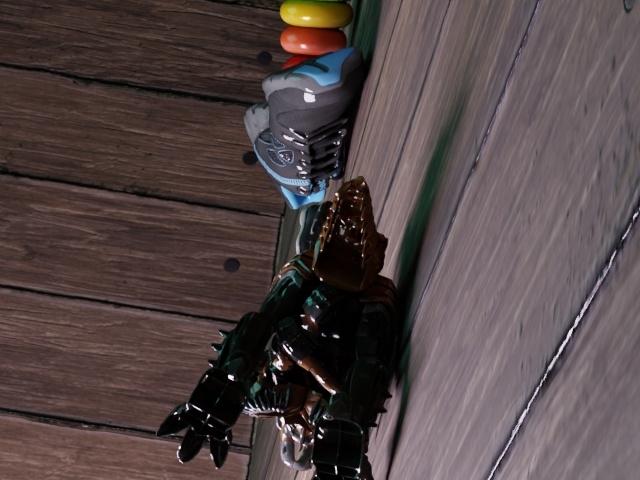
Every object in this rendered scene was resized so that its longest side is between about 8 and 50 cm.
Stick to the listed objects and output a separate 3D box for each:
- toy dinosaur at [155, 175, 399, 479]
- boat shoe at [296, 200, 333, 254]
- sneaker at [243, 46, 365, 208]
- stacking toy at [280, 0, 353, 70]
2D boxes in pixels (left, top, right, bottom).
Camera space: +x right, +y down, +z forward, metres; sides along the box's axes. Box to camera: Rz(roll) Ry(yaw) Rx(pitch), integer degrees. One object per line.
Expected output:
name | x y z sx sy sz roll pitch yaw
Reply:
toy dinosaur | -0.009 0.075 1.390 0.218 0.164 0.322 -63 -31 -41
boat shoe | 0.000 0.000 2.158 0.046 0.038 0.125 51 -155 -28
sneaker | -0.002 -0.133 2.187 0.341 0.125 0.140 130 121 -77
stacking toy | -0.006 -0.326 2.427 0.141 0.141 0.330 -107 22 -82
